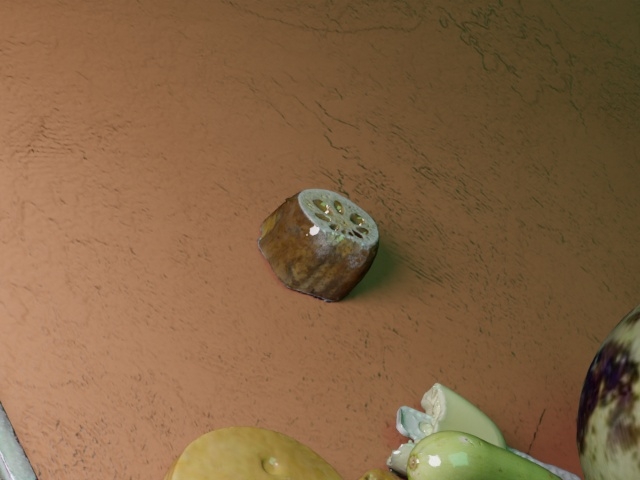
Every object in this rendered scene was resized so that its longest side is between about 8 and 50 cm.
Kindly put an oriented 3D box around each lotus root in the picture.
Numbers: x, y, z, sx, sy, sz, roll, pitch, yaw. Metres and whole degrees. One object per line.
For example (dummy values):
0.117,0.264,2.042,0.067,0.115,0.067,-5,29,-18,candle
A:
-0.001,-0.002,1.886,0.122,0.081,0.112,17,35,-25,lotus root

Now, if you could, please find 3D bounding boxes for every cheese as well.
0.176,0.229,1.801,0.235,0.050,0.127,25,38,-14,cheese

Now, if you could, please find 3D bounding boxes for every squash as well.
0.190,0.258,1.730,0.250,0.083,0.083,27,38,-30,squash

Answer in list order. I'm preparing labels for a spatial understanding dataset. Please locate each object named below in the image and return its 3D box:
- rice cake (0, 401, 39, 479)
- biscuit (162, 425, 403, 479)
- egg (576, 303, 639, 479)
-0.297,0.152,1.522,0.033,0.033,0.208,-7,56,-40,rice cake
0.014,0.299,1.602,0.355,0.052,0.275,34,38,-6,biscuit
0.460,0.211,1.808,0.428,0.345,0.345,31,31,-47,egg
